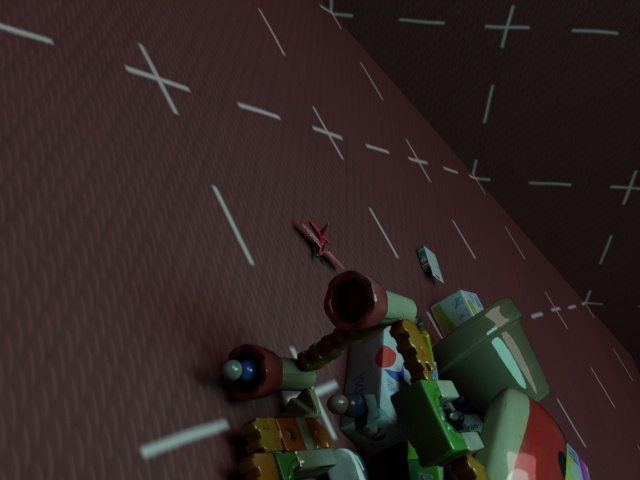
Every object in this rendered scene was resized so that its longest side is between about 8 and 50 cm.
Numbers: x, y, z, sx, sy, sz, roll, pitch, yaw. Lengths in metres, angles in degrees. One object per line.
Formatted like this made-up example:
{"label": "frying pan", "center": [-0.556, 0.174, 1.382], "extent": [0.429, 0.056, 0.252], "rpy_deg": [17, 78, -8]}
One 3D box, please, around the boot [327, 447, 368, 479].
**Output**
{"label": "boot", "center": [0.065, 0.428, 1.182], "extent": [0.086, 0.069, 0.189], "rpy_deg": [43, 31, -65]}

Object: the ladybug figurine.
{"label": "ladybug figurine", "center": [0.354, 0.469, 1.354], "extent": [0.305, 0.162, 0.449], "rpy_deg": [86, 22, -43]}

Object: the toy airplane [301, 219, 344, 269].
{"label": "toy airplane", "center": [0.000, 0.000, 1.649], "extent": [0.151, 0.028, 0.151], "rpy_deg": [43, 27, -28]}

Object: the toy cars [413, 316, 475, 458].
{"label": "toy cars", "center": [0.213, 0.296, 1.586], "extent": [0.176, 0.087, 0.393], "rpy_deg": [88, -17, -65]}

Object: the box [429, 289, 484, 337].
{"label": "box", "center": [0.398, 0.248, 1.976], "extent": [0.114, 0.103, 0.203], "rpy_deg": [15, 46, -56]}

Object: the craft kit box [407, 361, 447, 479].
{"label": "craft kit box", "center": [0.199, 0.395, 1.340], "extent": [0.246, 0.061, 0.249], "rpy_deg": [-81, 162, -61]}

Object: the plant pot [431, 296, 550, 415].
{"label": "plant pot", "center": [0.399, 0.295, 1.700], "extent": [0.229, 0.263, 0.263], "rpy_deg": [56, 23, 16]}

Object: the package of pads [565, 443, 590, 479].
{"label": "package of pads", "center": [0.528, 0.556, 1.677], "extent": [0.229, 0.101, 0.296], "rpy_deg": [49, 25, -15]}

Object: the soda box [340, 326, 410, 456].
{"label": "soda box", "center": [0.113, 0.270, 1.430], "extent": [0.091, 0.098, 0.286], "rpy_deg": [46, 26, -19]}

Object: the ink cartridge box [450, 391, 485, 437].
{"label": "ink cartridge box", "center": [0.421, 0.484, 1.770], "extent": [0.332, 0.065, 0.165], "rpy_deg": [57, 25, 6]}

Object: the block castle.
{"label": "block castle", "center": [0.051, 0.301, 1.025], "extent": [0.213, 0.303, 0.453], "rpy_deg": [17, 43, -53]}

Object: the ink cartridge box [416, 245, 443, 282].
{"label": "ink cartridge box", "center": [0.318, 0.075, 2.142], "extent": [0.063, 0.029, 0.115], "rpy_deg": [35, 32, -39]}
